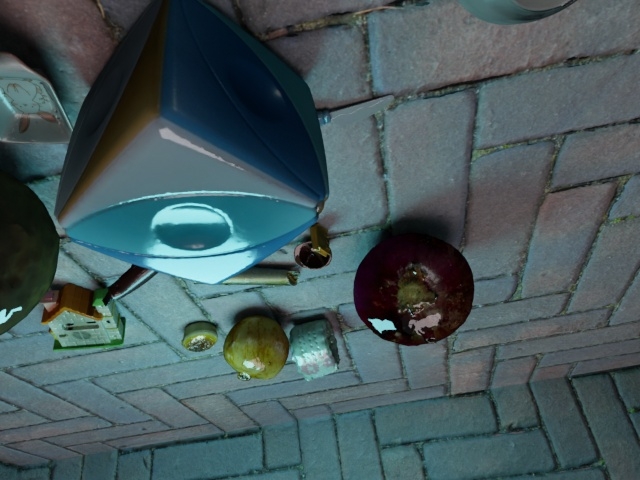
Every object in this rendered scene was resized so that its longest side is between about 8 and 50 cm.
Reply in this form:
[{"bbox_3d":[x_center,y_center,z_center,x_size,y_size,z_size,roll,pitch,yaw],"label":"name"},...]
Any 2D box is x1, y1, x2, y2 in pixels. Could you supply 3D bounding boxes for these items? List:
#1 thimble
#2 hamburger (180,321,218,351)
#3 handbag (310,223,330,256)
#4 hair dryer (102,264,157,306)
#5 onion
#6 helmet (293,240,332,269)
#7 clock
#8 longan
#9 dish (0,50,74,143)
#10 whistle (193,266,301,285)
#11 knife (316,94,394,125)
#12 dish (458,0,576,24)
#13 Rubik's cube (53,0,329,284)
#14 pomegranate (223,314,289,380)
[{"bbox_3d":[-0.019,0.406,1.893,0.149,0.211,0.185,-16,175,9],"label":"thimble"},{"bbox_3d":[-0.440,0.357,1.849,0.141,0.081,0.126,-24,142,20],"label":"hamburger"},{"bbox_3d":[0.000,0.000,1.419,0.027,0.083,0.061,-26,144,26],"label":"handbag"},{"bbox_3d":[-0.412,0.071,1.308,0.340,0.123,0.312,-36,163,15],"label":"hair dryer"},{"bbox_3d":[0.278,0.140,1.525,0.347,0.348,0.385,-16,179,12],"label":"onion"},{"bbox_3d":[-0.021,0.034,1.489,0.111,0.057,0.089,2,110,1],"label":"helmet"},{"bbox_3d":[-0.754,0.235,1.606,0.219,0.106,0.255,-3,141,-9],"label":"clock"},{"bbox_3d":[-0.753,0.026,1.053,0.391,0.391,0.391,-5,145,-4],"label":"longan"},{"bbox_3d":[-0.544,-0.265,0.922,0.154,0.064,0.234,-1,158,-10],"label":"dish"},{"bbox_3d":[-0.221,0.108,1.555,0.326,0.057,0.068,3,144,-16],"label":"whistle"},{"bbox_3d":[0.040,-0.268,1.098,0.244,0.032,0.058,-13,143,0],"label":"knife"},{"bbox_3d":[0.361,-0.463,0.803,0.316,0.106,0.316,-5,145,-3],"label":"dish"},{"bbox_3d":[-0.222,-0.160,0.912,0.347,0.352,0.351,-33,140,33],"label":"Rubik's cube"},{"bbox_3d":[-0.227,0.385,1.802,0.248,0.248,0.248,-5,145,-4],"label":"pomegranate"}]
